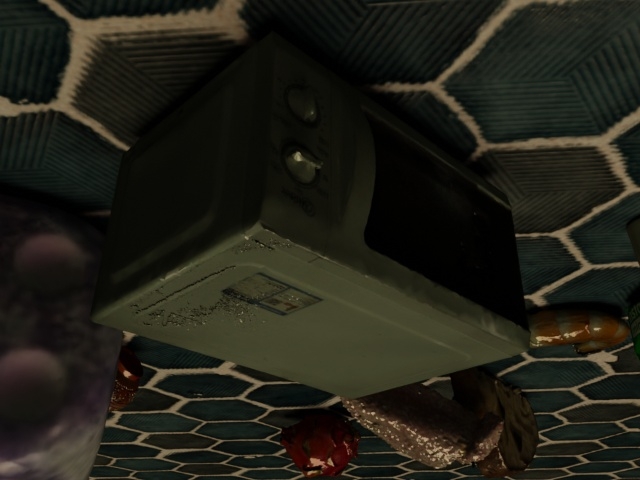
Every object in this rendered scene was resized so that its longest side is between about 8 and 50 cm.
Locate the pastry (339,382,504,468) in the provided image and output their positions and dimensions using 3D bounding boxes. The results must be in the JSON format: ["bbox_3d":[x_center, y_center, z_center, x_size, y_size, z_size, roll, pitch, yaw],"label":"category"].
[{"bbox_3d":[0.151,0.288,1.098,0.265,0.103,0.112,21,135,16],"label":"pastry"}]

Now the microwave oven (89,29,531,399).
[{"bbox_3d":[0.000,0.000,0.578,0.295,0.181,0.238,26,143,-37],"label":"microwave oven"}]

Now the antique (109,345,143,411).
[{"bbox_3d":[-0.325,0.213,1.030,0.104,0.104,0.104,0,150,0],"label":"antique"}]

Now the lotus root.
[{"bbox_3d":[0.307,0.326,1.186,0.075,0.170,0.261,-16,152,31],"label":"lotus root"}]

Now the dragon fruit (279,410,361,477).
[{"bbox_3d":[-0.004,0.410,1.353,0.166,0.133,0.136,4,143,14],"label":"dragon fruit"}]

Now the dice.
[{"bbox_3d":[-0.359,0.119,0.692,0.272,0.270,0.270,13,149,-22],"label":"dice"}]

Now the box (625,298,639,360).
[{"bbox_3d":[0.496,0.075,0.797,0.180,0.102,0.250,2,152,-4],"label":"box"}]

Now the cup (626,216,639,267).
[{"bbox_3d":[0.366,0.020,0.715,0.055,0.083,0.075,-28,142,37],"label":"cup"}]

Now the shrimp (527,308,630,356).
[{"bbox_3d":[0.351,0.136,0.968,0.161,0.049,0.166,-7,157,9],"label":"shrimp"}]
